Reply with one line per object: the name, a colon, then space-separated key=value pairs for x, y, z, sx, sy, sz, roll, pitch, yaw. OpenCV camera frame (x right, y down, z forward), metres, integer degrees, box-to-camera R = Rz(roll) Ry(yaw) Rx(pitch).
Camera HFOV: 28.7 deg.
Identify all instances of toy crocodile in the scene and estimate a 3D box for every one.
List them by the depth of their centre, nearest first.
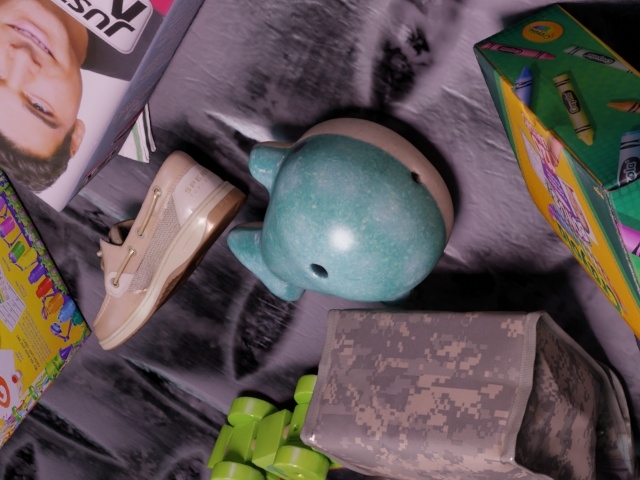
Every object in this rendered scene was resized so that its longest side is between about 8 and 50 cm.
toy crocodile: x=-0.033 y=0.245 z=1.498 sx=0.105 sy=0.115 sz=0.340 roll=31 pitch=147 yaw=-28

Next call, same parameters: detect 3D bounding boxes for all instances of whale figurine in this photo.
whale figurine: x=0.000 y=0.000 z=1.204 sx=0.216 sy=0.141 sz=0.272 roll=45 pitch=140 yaw=-14

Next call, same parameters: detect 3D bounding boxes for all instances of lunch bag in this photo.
lunch bag: x=0.163 y=0.180 z=1.249 sx=0.235 sy=0.169 sz=0.287 roll=-1 pitch=155 yaw=35

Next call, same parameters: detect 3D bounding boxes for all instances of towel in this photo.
towel: x=-0.246 y=-0.148 z=1.319 sx=0.152 sy=0.023 sz=0.113 roll=19 pitch=136 yaw=20

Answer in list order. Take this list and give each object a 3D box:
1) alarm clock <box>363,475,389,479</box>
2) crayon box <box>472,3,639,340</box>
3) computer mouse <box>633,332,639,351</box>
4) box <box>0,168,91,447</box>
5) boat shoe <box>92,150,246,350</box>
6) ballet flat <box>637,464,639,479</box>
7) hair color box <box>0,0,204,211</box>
alarm clock: x=0.100 y=0.343 z=1.549 sx=0.129 sy=0.064 sz=0.192 roll=30 pitch=143 yaw=4
crayon box: x=0.214 y=-0.048 z=0.924 sx=0.081 sy=0.278 sz=0.165 roll=-26 pitch=120 yaw=2
computer mouse: x=0.367 y=0.129 z=1.070 sx=0.272 sy=0.072 sz=0.188 roll=45 pitch=141 yaw=-14
box: x=-0.469 y=0.095 z=1.508 sx=0.177 sy=0.279 sz=0.290 roll=4 pitch=132 yaw=30
boat shoe: x=-0.190 y=0.014 z=1.379 sx=0.098 sy=0.109 sz=0.302 roll=41 pitch=134 yaw=0
ballet flat: x=0.303 y=0.268 z=1.342 sx=0.173 sy=0.049 sz=0.057 roll=-3 pitch=129 yaw=36
hair color box: x=-0.228 y=-0.211 z=1.148 sx=0.185 sy=0.114 sz=0.374 roll=37 pitch=137 yaw=-2
